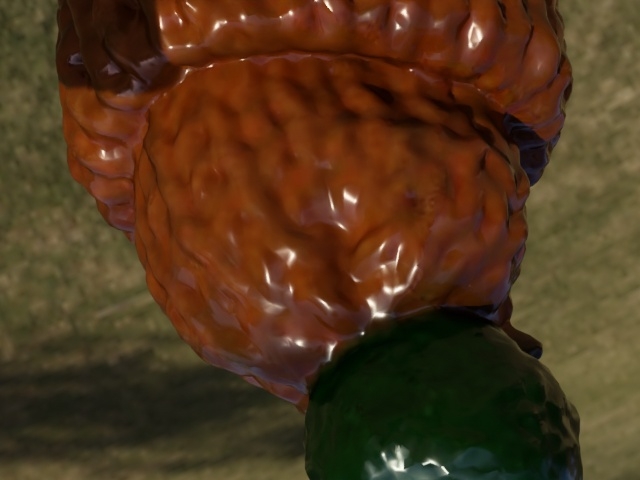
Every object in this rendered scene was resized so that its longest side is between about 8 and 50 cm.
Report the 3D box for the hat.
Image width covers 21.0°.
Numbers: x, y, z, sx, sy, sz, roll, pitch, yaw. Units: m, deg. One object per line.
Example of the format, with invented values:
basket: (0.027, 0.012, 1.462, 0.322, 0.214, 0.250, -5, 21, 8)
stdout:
hat: (0.000, 0.000, 0.914, 0.285, 0.400, 0.285, -2, 155, -1)
